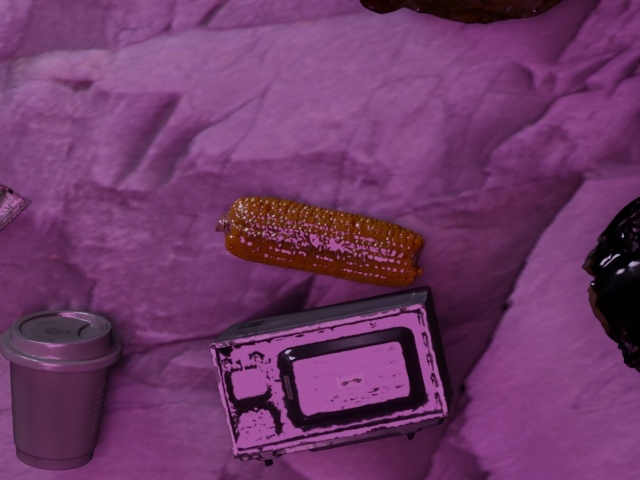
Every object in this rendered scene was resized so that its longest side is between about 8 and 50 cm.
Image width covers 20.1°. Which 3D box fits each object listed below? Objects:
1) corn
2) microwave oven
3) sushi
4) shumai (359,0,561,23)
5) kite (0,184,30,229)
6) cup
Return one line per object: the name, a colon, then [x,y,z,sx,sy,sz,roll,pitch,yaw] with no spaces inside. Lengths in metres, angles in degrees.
corn: [0.000,0.000,1.741,0.207,0.068,0.068,10,97,10]
microwave oven: [0.015,0.129,1.704,0.205,0.163,0.129,-12,95,8]
sushi: [0.367,0.037,1.628,0.204,0.213,0.200,-28,113,25]
shumai: [0.143,-0.300,1.624,0.272,0.203,0.222,-35,89,7]
kite: [-0.452,-0.023,1.848,0.323,0.013,0.267,6,97,7]
cup: [-0.256,0.148,1.785,0.120,0.120,0.141,6,110,9]
